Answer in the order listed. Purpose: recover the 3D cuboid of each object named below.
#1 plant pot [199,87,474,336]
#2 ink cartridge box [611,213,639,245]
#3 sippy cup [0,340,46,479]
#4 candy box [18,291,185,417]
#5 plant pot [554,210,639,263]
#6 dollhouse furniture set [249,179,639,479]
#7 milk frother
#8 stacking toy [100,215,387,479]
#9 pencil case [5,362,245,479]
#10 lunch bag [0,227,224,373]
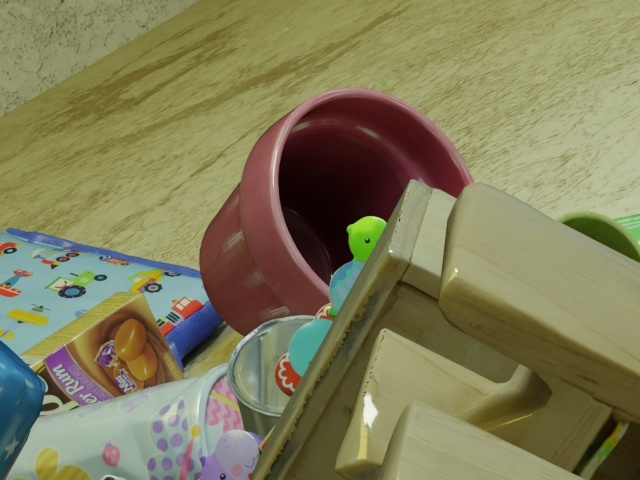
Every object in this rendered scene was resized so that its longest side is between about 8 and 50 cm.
[{"bbox_3d":[0.000,0.000,1.550,0.201,0.201,0.180,-38,5,-39],"label":"plant pot"},{"bbox_3d":[0.182,0.092,1.071,0.211,0.121,0.289,-11,22,42],"label":"ink cartridge box"},{"bbox_3d":[-0.288,0.126,1.126,0.224,0.305,0.240,-53,0,-6],"label":"sippy cup"},{"bbox_3d":[-0.200,0.133,1.534,0.187,0.109,0.053,-34,18,-28],"label":"candy box"},{"bbox_3d":[0.119,0.033,1.008,0.083,0.083,0.079,-35,8,-32],"label":"plant pot"},{"bbox_3d":[0.082,0.179,0.657,0.362,0.256,0.394,-62,3,29],"label":"dollhouse furniture set"},{"bbox_3d":[0.030,0.116,1.196,0.143,0.134,0.129,-35,49,-23],"label":"milk frother"},{"bbox_3d":[-0.018,0.087,0.937,0.221,0.052,0.167,-50,-21,2],"label":"stacking toy"},{"bbox_3d":[-0.155,0.167,1.355,0.273,0.113,0.124,-16,-2,29],"label":"pencil case"},{"bbox_3d":[-0.235,0.092,1.723,0.293,0.138,0.221,1,26,38],"label":"lunch bag"}]
